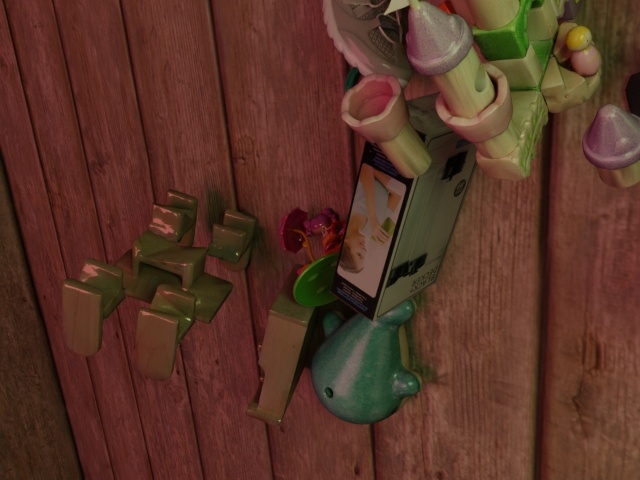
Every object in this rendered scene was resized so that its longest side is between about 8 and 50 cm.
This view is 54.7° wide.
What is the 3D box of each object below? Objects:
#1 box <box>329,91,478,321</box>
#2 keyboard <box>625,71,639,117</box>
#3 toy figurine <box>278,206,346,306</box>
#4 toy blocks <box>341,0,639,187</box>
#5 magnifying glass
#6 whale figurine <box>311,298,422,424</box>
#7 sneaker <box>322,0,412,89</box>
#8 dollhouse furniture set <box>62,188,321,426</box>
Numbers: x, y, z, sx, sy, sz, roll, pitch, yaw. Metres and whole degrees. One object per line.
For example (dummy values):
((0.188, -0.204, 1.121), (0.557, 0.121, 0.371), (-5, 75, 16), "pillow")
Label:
((0.122, -0.046, 0.863), (0.087, 0.169, 0.290), (34, 127, 29), "box")
((0.445, -0.045, 0.625), (0.201, 0.033, 0.317), (-14, 97, 48), "keyboard")
((0.000, 0.000, 1.058), (0.159, 0.173, 0.130), (58, -178, 36), "toy figurine")
((0.179, -0.226, 0.556), (0.309, 0.260, 0.288), (10, 69, 38), "toy blocks")
((0.112, -0.254, 0.892), (0.231, 0.026, 0.092), (-39, 77, 49), "magnifying glass")
((0.070, 0.191, 1.038), (0.216, 0.141, 0.272), (37, 130, 30), "whale figurine")
((0.064, -0.337, 0.830), (0.115, 0.105, 0.281), (-28, 79, 38), "sneaker")
((-0.212, 0.139, 1.169), (0.394, 0.362, 0.256), (18, 122, 6), "dollhouse furniture set")
